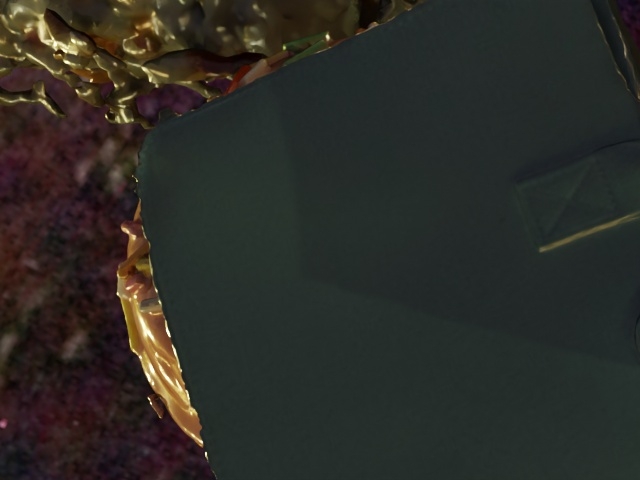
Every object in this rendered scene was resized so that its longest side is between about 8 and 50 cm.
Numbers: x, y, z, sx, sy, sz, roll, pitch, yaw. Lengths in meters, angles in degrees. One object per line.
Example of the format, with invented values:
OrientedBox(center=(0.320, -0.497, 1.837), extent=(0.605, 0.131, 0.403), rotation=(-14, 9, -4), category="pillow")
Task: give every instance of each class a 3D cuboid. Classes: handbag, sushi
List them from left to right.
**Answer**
OrientedBox(center=(-0.071, -0.191, 0.796), extent=(0.417, 0.418, 0.175), rotation=(40, 132, 51), category="sushi")
OrientedBox(center=(0.045, 0.046, 0.328), extent=(0.144, 0.057, 0.221), rotation=(-24, 70, 18), category="handbag")

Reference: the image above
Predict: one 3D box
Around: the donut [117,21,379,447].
OrientedBox(center=(0.000, 0.000, 0.568), extent=(0.199, 0.085, 0.233), rotation=(-20, 49, 5), category="donut")
